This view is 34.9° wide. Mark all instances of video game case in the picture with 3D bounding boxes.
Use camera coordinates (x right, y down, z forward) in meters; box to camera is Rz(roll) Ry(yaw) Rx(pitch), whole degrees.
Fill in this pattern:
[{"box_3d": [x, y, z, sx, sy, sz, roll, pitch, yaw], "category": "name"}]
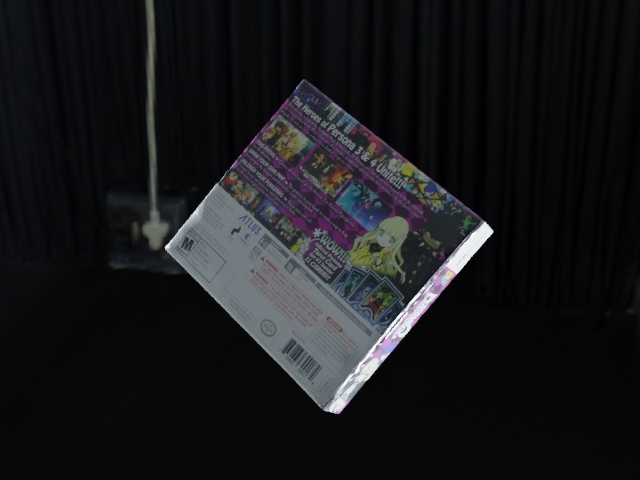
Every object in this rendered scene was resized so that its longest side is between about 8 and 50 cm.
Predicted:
[{"box_3d": [0.000, 0.000, 0.910, 0.232, 0.210, 0.042, 41, -176, 28], "category": "video game case"}]
